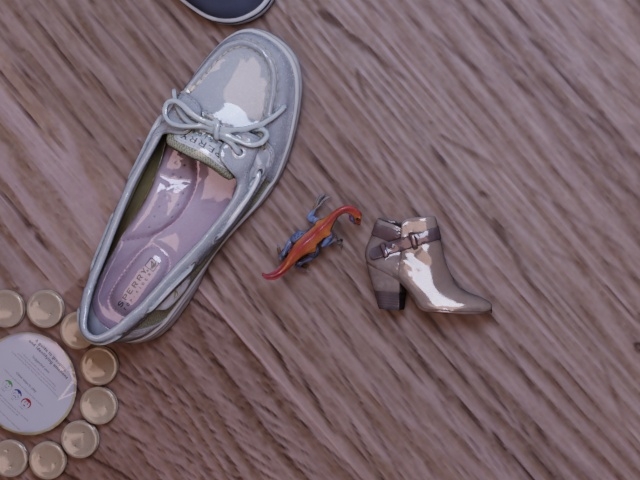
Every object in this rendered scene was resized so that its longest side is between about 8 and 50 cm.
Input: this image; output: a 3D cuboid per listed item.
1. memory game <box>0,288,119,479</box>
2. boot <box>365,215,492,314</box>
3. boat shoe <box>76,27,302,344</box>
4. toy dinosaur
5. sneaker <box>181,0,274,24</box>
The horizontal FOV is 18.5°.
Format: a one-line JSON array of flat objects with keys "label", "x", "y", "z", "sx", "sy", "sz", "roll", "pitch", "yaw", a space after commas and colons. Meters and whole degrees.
[{"label": "memory game", "x": -0.279, "y": 0.135, "z": 1.869, "sx": 0.186, "sy": 0.012, "sz": 0.186, "roll": 1, "pitch": 93, "yaw": 11}, {"label": "boot", "x": 0.098, "y": 0.021, "z": 1.780, "sx": 0.118, "sy": 0.042, "sz": 0.087, "roll": 3, "pitch": 92, "yaw": 10}, {"label": "boat shoe", "x": -0.121, "y": -0.045, "z": 1.783, "sx": 0.118, "sy": 0.103, "sz": 0.320, "roll": 34, "pitch": 99, "yaw": 7}, {"label": "toy dinosaur", "x": 0.000, "y": 0.000, "z": 1.785, "sx": 0.047, "sy": 0.090, "sz": 0.082, "roll": 41, "pitch": 132, "yaw": -10}, {"label": "sneaker", "x": -0.136, "y": -0.344, "z": 1.758, "sx": 0.126, "sy": 0.127, "sz": 0.321, "roll": -23, "pitch": 91, "yaw": 9}]
